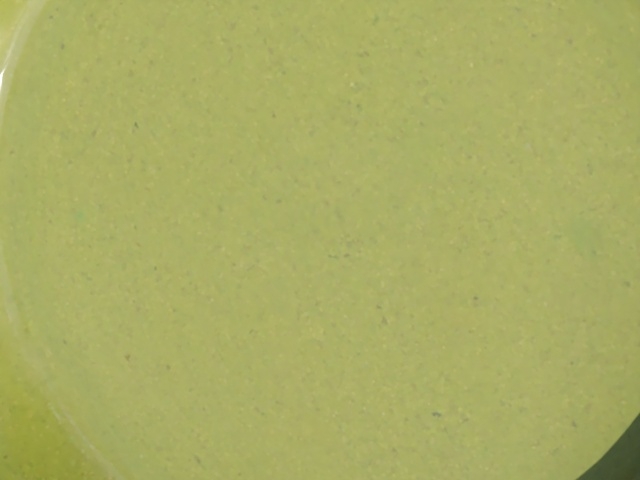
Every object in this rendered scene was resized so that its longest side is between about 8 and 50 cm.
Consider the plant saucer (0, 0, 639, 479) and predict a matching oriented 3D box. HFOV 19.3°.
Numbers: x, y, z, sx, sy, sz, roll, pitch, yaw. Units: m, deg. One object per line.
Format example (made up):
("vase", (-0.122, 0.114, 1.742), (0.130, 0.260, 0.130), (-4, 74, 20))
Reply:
("plant saucer", (0.000, 0.000, 0.467), (0.241, 0.037, 0.241), (5, 105, 20))
